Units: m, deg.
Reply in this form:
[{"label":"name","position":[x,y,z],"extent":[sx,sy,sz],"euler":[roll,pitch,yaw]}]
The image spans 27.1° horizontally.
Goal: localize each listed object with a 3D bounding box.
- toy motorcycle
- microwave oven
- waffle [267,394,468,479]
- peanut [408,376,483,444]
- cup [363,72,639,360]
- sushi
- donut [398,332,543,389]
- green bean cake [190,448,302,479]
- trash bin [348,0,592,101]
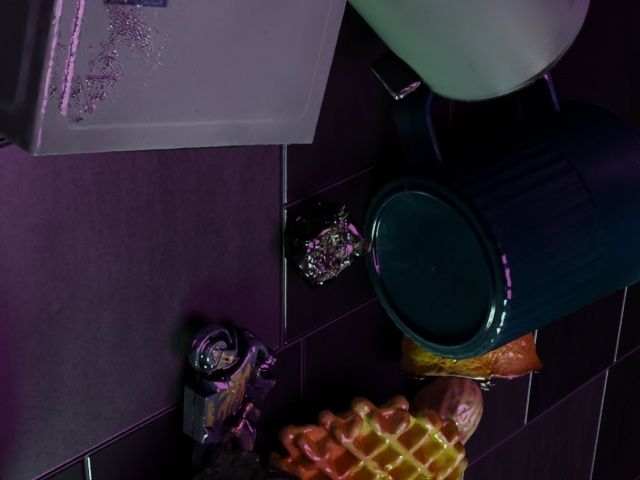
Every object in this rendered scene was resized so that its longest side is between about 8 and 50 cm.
[{"label":"toy motorcycle","position":[-0.094,0.162,1.441],"extent":[0.124,0.061,0.193],"euler":[-26,129,-40]},{"label":"microwave oven","position":[-0.143,-0.198,1.066],"extent":[0.295,0.181,0.237],"euler":[-8,119,-46]},{"label":"waffle","position":[0.050,0.307,1.632],"extent":[0.309,0.065,0.283],"euler":[-1,126,-25]},{"label":"peanut","position":[0.140,0.258,1.747],"extent":[0.194,0.093,0.083],"euler":[-55,146,11]},{"label":"cup","position":[0.226,-0.037,1.542],"extent":[0.292,0.242,0.308],"euler":[-23,131,-36]},{"label":"sushi","position":[0.000,0.000,1.457],"extent":[0.083,0.056,0.085],"euler":[-45,141,-10]},{"label":"donut","position":[0.176,0.133,1.648],"extent":[0.146,0.181,0.078],"euler":[-7,97,-47]},{"label":"green bean cake","position":[-0.092,0.365,1.468],"extent":[0.255,0.132,0.241],"euler":[-48,135,2]},{"label":"trash bin","position":[0.118,-0.288,1.280],"extent":[0.277,0.217,0.262],"euler":[-43,143,8]}]
